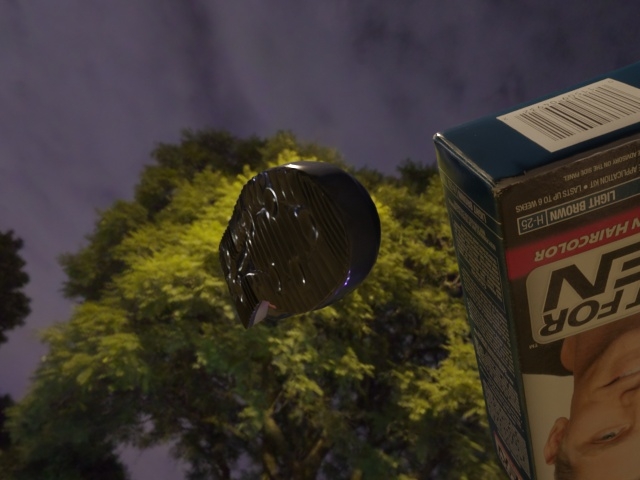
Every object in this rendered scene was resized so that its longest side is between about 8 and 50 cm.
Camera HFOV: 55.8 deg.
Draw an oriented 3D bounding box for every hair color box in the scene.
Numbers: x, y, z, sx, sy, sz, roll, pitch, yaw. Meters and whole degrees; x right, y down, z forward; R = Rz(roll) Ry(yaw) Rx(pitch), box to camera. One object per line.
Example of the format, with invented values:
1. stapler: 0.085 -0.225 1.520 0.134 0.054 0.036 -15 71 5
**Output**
1. hair color box: 0.212 0.061 0.468 0.105 0.174 0.347 -113 -176 -59

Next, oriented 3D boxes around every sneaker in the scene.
1. sneaker: 0.000 0.000 0.508 0.112 0.131 0.319 71 -20 4
